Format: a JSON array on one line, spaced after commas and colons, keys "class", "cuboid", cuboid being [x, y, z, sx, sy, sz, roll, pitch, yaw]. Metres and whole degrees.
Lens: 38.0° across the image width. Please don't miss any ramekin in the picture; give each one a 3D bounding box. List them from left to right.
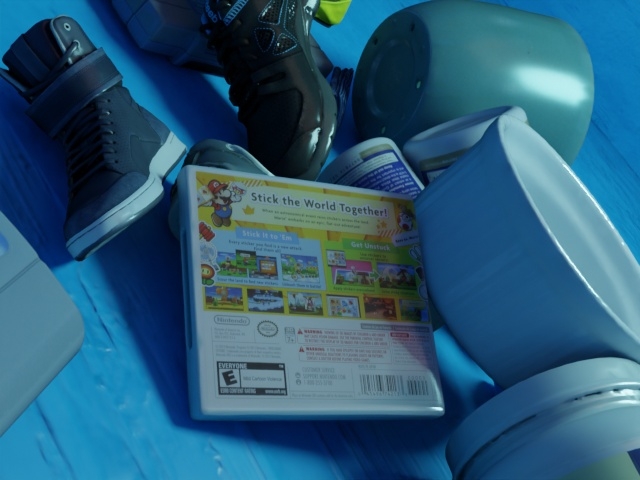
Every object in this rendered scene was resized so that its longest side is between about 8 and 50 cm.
[{"class": "ramekin", "cuboid": [0.208, 0.026, 0.913, 0.277, 0.135, 0.277, 40, 27, -25]}]

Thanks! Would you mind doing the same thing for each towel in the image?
[{"class": "towel", "cuboid": [0.022, -0.186, 1.249, 0.029, 0.067, 0.119, 13, 30, -1]}]

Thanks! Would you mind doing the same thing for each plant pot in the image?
[{"class": "plant pot", "cuboid": [0.186, -0.200, 1.294, 0.235, 0.293, 0.293, 10, 43, -30]}]

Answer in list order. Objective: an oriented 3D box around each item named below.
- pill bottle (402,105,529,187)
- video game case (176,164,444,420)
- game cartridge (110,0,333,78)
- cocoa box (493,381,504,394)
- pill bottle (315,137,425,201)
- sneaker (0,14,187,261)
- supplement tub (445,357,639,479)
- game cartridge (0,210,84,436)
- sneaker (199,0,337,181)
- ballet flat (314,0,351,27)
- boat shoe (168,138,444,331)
[{"class": "pill bottle", "cuboid": [0.208, -0.016, 1.120, 0.265, 0.153, 0.153, 70, 23, -11]}, {"class": "video game case", "cuboid": [-0.006, 0.047, 0.777, 0.227, 0.026, 0.206, 6, 66, -29]}, {"class": "game cartridge", "cuboid": [-0.143, -0.299, 1.161, 0.355, 0.068, 0.230, -2, 58, -58]}, {"class": "cocoa box", "cuboid": [0.409, 0.239, 1.064, 0.347, 0.228, 0.231, 29, 34, -34]}, {"class": "pill bottle", "cuboid": [0.084, -0.013, 1.049, 0.112, 0.112, 0.187, 0, 53, -57]}, {"class": "sneaker", "cuboid": [-0.195, -0.086, 0.732, 0.163, 0.086, 0.226, 52, 14, -18]}, {"class": "supplement tub", "cuboid": [0.252, 0.284, 0.754, 0.235, 0.235, 0.325, 22, 36, -43]}, {"class": "game cartridge", "cuboid": [-0.282, -0.001, 0.539, 0.297, 0.062, 0.198, 44, 30, -8]}, {"class": "sneaker", "cuboid": [-0.072, -0.195, 1.012, 0.139, 0.125, 0.341, 13, 60, -36]}, {"class": "ballet flat", "cuboid": [-0.026, -0.345, 1.252, 0.231, 0.077, 0.077, -2, 55, -58]}, {"class": "boat shoe", "cuboid": [0.000, 0.000, 0.901, 0.319, 0.116, 0.099, 27, 36, -28]}]
